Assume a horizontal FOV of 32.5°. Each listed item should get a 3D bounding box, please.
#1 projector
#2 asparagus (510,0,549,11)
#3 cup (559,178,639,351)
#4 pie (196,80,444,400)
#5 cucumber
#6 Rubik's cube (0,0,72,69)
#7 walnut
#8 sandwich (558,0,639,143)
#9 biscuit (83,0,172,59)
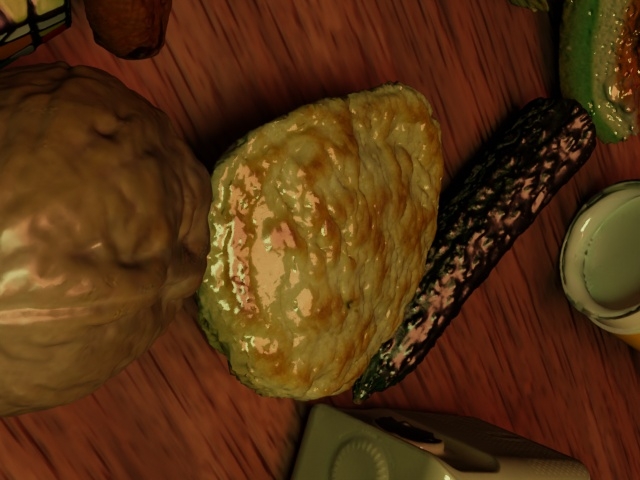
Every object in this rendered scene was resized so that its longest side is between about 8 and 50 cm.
[{"bbox_3d":[0.074,0.228,0.835,0.242,0.163,0.177,12,93,-44],"label":"projector"},{"bbox_3d":[0.126,-0.235,0.826,0.178,0.041,0.045,54,22,-37],"label":"asparagus"},{"bbox_3d":[0.361,0.052,1.022,0.279,0.196,0.196,22,88,-35],"label":"cup"},{"bbox_3d":[0.000,0.000,0.735,0.248,0.090,0.201,-23,117,-51],"label":"pie"},{"bbox_3d":[0.112,0.005,0.862,0.300,0.072,0.072,-49,128,-19],"label":"cucumber"},{"bbox_3d":[-0.181,-0.142,0.543,0.133,0.133,0.112,-63,159,-8],"label":"Rubik's cube"},{"bbox_3d":[-0.143,-0.002,0.558,0.230,0.178,0.178,-67,158,-75],"label":"walnut"},{"bbox_3d":[0.282,-0.170,0.902,0.109,0.160,0.185,-57,141,-37],"label":"sandwich"},{"bbox_3d":[-0.104,-0.185,0.558,0.049,0.192,0.192,-3,107,-6],"label":"biscuit"}]
